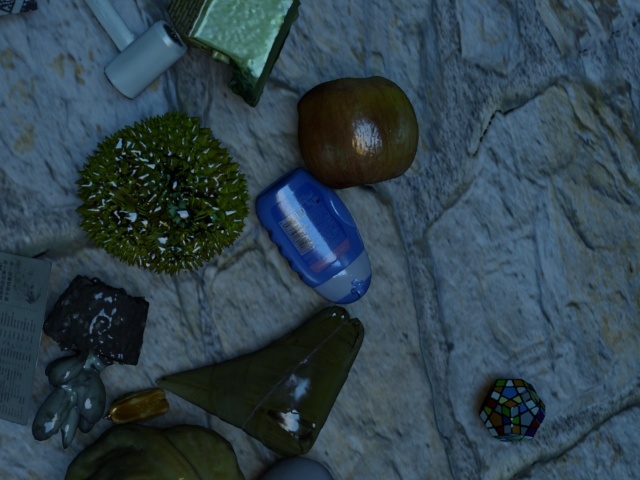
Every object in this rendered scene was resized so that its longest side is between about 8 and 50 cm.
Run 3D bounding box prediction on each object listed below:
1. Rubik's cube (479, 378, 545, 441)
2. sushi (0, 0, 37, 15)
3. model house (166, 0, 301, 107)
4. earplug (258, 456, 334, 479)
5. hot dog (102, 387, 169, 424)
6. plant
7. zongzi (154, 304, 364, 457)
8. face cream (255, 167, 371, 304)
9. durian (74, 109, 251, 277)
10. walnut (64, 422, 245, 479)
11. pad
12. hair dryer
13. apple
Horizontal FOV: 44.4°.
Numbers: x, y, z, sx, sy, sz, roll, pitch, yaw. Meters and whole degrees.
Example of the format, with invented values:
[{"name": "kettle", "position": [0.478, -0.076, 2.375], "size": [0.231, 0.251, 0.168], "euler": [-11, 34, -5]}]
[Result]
[{"name": "Rubik's cube", "position": [0.377, 0.334, 1.540], "size": [0.133, 0.133, 0.112], "euler": [-25, 128, -14]}, {"name": "sushi", "position": [-0.594, -0.442, 1.235], "size": [0.231, 0.047, 0.220], "euler": [-17, 93, -20]}, {"name": "model house", "position": [-0.153, -0.352, 1.306], "size": [0.189, 0.214, 0.195], "euler": [26, 96, -5]}, {"name": "earplug", "position": [-0.074, 0.545, 1.393], "size": [0.214, 0.175, 0.326], "euler": [23, 96, -14]}, {"name": "hot dog", "position": [-0.315, 0.285, 1.339], "size": [0.133, 0.041, 0.056], "euler": [-5, 70, -51]}, {"name": "plant", "position": [-0.389, 0.197, 1.277], "size": [0.146, 0.149, 0.275], "euler": [19, 92, -54]}, {"name": "zongzi", "position": [-0.100, 0.205, 1.394], "size": [0.300, 0.145, 0.274], "euler": [26, 70, 6]}, {"name": "face cream", "position": [0.000, 0.000, 1.420], "size": [0.149, 0.083, 0.264], "euler": [-37, 103, -11]}, {"name": "durian", "position": [-0.246, -0.080, 1.279], "size": [0.291, 0.224, 0.291], "euler": [5, 106, 16]}, {"name": "walnut", "position": [-0.271, 0.422, 1.248], "size": [0.282, 0.276, 0.253], "euler": [17, 65, -45]}, {"name": "pad", "position": [-0.514, 0.151, 1.257], "size": [0.159, 0.009, 0.265], "euler": [9, 90, 21]}, {"name": "hair dryer", "position": [-0.335, -0.367, 1.299], "size": [0.131, 0.073, 0.236], "euler": [-36, 86, 17]}, {"name": "apple", "position": [0.065, -0.188, 1.366], "size": [0.211, 0.211, 0.188], "euler": [-11, 98, -16]}]
